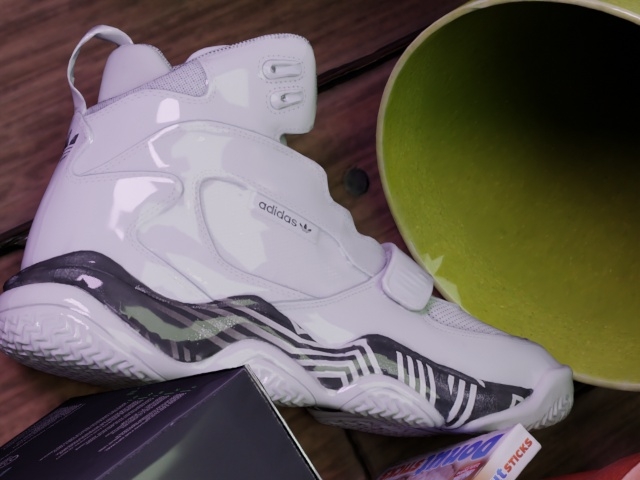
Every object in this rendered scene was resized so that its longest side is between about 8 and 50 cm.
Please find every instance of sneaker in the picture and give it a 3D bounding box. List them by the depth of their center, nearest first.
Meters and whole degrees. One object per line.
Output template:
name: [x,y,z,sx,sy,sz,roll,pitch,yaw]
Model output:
sneaker: [0.000,0.000,0.915,0.366,0.137,0.210,12,79,-22]

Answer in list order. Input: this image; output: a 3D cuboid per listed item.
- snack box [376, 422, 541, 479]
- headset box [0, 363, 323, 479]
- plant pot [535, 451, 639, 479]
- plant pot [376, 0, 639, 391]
snack box: [0.064,0.149,0.901,0.022,0.178,0.064,47,64,-4]
headset box: [-0.139,0.185,0.732,0.246,0.283,0.131,-36,98,-28]
plant pot: [0.166,0.246,0.889,0.272,0.265,0.272,5,79,-27]
plant pot: [0.227,-0.097,1.004,0.275,0.275,0.293,54,47,-10]
